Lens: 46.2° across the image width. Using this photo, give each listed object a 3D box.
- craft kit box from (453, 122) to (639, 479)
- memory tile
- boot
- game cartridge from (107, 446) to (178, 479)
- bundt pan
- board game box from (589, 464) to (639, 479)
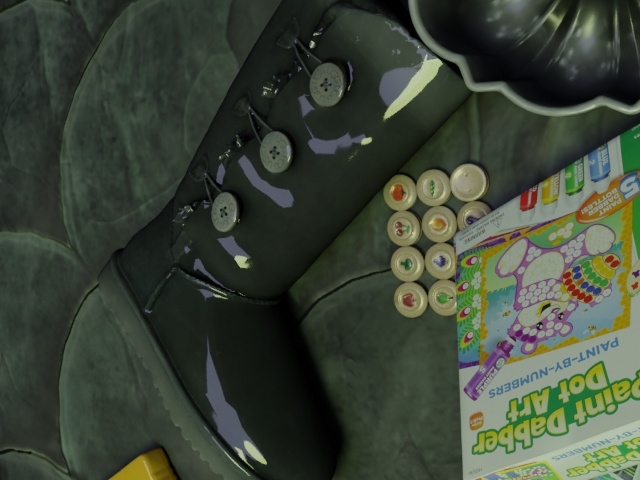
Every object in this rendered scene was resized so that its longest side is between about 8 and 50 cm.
[{"bbox_3d":[0.210,0.040,0.553,0.250,0.061,0.247,-35,36,36],"label":"craft kit box"},{"bbox_3d":[0.119,0.002,0.745,0.113,0.012,0.148,-6,91,29],"label":"memory tile"},{"bbox_3d":[-0.002,-0.001,0.748,0.367,0.146,0.445,47,109,17],"label":"boot"},{"bbox_3d":[-0.220,0.469,0.951,0.285,0.052,0.324,-40,73,25],"label":"game cartridge"},{"bbox_3d":[0.229,-0.260,0.601,0.331,0.124,0.331,3,96,29],"label":"bundt pan"},{"bbox_3d":[0.261,0.252,0.539,0.224,0.097,0.303,19,81,28],"label":"board game box"}]
